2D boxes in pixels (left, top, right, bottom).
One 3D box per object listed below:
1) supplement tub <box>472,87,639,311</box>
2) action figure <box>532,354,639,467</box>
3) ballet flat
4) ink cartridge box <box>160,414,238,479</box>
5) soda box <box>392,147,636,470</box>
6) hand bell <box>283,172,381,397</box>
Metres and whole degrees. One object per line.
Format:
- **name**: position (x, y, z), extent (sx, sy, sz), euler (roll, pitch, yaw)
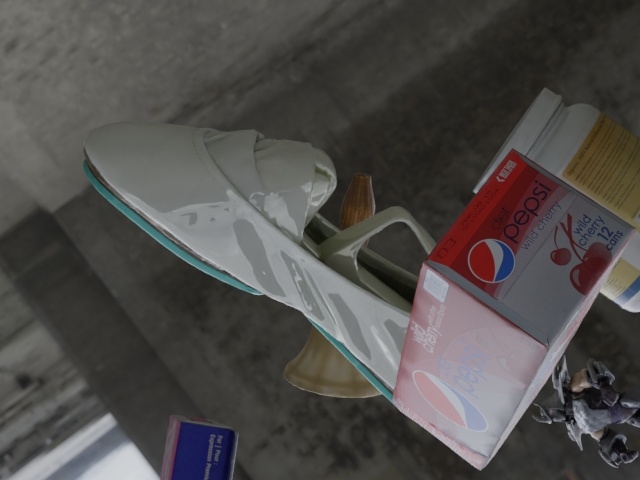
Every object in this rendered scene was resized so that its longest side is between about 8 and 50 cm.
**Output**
- **supplement tub**: position (0.262, -0.041, 1.244), extent (0.144, 0.199, 0.144), euler (-55, 177, -4)
- **action figure**: position (0.429, 0.230, 1.787), extent (0.285, 0.185, 0.099), euler (-6, -131, 21)
- **ballet flat**: position (0.000, 0.000, 1.050), extent (0.139, 0.400, 0.139), euler (-43, -157, 23)
- **ink cartridge box**: position (-0.148, 0.293, 1.485), extent (0.371, 0.069, 0.176), euler (151, -52, -78)
- **soda box**: position (0.108, 0.053, 0.804), extent (0.092, 0.083, 0.263), euler (-51, 167, -20)
- **hand bell**: position (0.031, 0.043, 1.470), extent (0.126, 0.242, 0.126), euler (5, -166, -1)
